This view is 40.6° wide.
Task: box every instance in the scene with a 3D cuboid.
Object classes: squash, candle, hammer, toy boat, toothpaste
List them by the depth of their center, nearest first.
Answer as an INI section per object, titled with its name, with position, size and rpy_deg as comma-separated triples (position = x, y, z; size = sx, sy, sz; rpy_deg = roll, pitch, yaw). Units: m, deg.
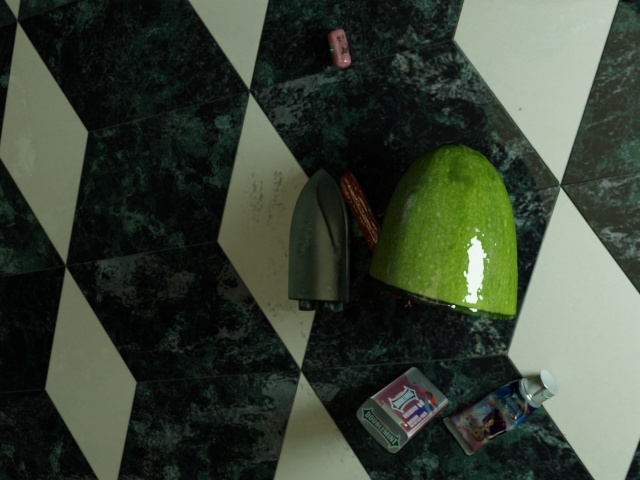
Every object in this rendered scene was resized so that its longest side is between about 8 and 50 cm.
[squash]
position = 0.271, -0.032, 1.692
size = 0.310, 0.310, 0.309
rpy_deg = 17, 96, 24
[toothpaste]
position = 0.378, 0.359, 1.817
size = 0.266, 0.061, 0.096
rpy_deg = -41, 80, 32
[hammer]
position = 0.040, -0.416, 1.876
size = 0.043, 0.043, 0.083
rpy_deg = -11, 93, 28
[candle]
position = 0.122, -0.001, 1.894
size = 0.051, 0.048, 0.329
rpy_deg = -27, 84, 11
[toy boat]
position = 0.000, 0.000, 1.934
size = 0.141, 0.092, 0.320
rpy_deg = 1, 91, 27

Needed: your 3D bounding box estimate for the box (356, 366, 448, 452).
[box]
position = 0.176, 0.350, 1.816
size = 0.120, 0.224, 0.069
rpy_deg = 44, 118, 14
